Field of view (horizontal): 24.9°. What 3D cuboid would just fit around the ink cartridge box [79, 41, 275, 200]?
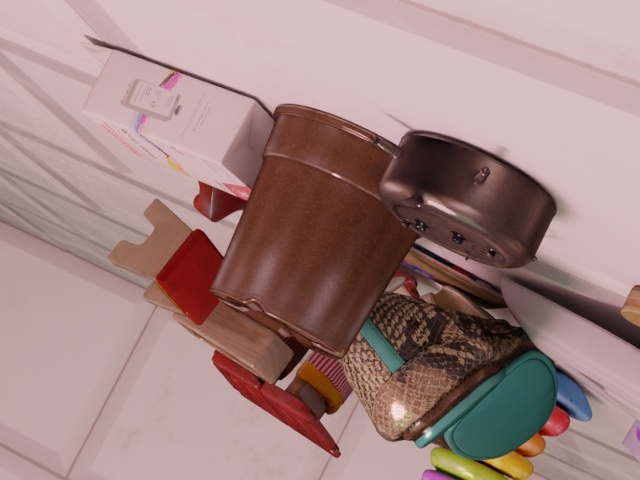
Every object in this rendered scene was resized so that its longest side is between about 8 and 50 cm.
[{"bbox_3d":[-0.130,-0.104,1.295,0.198,0.067,0.115,23,170,28],"label":"ink cartridge box"}]

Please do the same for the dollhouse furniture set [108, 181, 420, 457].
[{"bbox_3d":[-0.034,0.053,1.507,0.152,0.201,0.374,29,165,30],"label":"dollhouse furniture set"}]

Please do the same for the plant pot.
[{"bbox_3d":[0.000,0.000,1.204,0.167,0.165,0.167,26,171,4],"label":"plant pot"}]

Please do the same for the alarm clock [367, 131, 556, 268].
[{"bbox_3d":[0.118,-0.019,1.106,0.129,0.064,0.192,20,171,38],"label":"alarm clock"}]

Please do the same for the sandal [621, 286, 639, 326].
[{"bbox_3d":[0.336,0.111,1.135,0.240,0.079,0.088,20,168,37],"label":"sandal"}]

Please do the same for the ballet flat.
[{"bbox_3d":[0.125,0.115,1.445,0.182,0.164,0.483,50,-172,18],"label":"ballet flat"}]

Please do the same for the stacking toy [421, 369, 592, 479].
[{"bbox_3d":[0.193,0.287,1.811,0.166,0.302,0.175,19,169,39],"label":"stacking toy"}]

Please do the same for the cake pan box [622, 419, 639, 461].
[{"bbox_3d":[0.473,0.285,1.516,0.246,0.070,0.267,29,-171,-30],"label":"cake pan box"}]

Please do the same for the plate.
[{"bbox_3d":[0.319,0.152,1.378,0.277,0.045,0.278,34,179,-41],"label":"plate"}]

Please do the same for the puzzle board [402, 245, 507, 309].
[{"bbox_3d":[0.135,0.037,1.514,0.128,0.011,0.096,29,172,-7],"label":"puzzle board"}]
